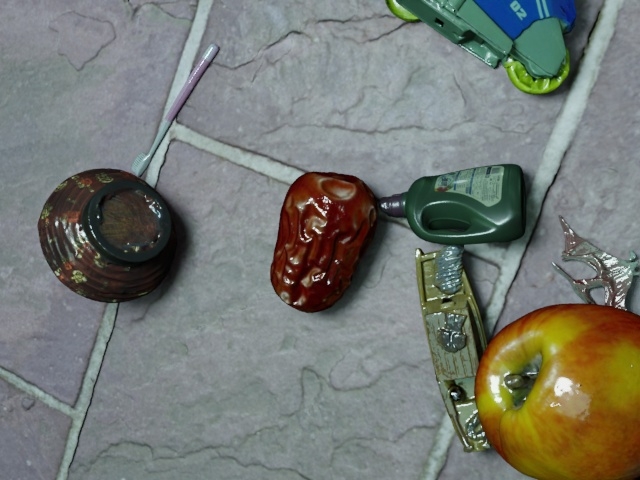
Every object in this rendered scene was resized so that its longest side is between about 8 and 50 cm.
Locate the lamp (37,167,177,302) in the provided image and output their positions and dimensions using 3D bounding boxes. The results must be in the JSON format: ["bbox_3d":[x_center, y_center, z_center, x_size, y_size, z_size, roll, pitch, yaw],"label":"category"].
[{"bbox_3d":[-0.368,-0.008,1.147,0.247,0.247,0.247,0,90,20],"label":"lamp"}]

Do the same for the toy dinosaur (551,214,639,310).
[{"bbox_3d":[0.414,0.053,0.961,0.108,0.032,0.220,-31,71,21],"label":"toy dinosaur"}]

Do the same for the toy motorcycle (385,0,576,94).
[{"bbox_3d":[0.249,-0.370,0.953,0.326,0.191,0.200,34,98,1],"label":"toy motorcycle"}]

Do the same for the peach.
[{"bbox_3d":[0.353,0.210,0.876,0.281,0.281,0.238,-51,31,13],"label":"peach"}]

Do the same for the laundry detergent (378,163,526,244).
[{"bbox_3d":[0.195,-0.050,0.995,0.222,0.078,0.144,-4,48,21],"label":"laundry detergent"}]

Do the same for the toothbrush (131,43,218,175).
[{"bbox_3d":[-0.272,-0.241,1.212,0.025,0.020,0.286,41,103,22],"label":"toothbrush"}]

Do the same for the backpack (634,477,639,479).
[{"bbox_3d":[0.482,0.419,0.895,0.206,0.133,0.258,32,107,8],"label":"backpack"}]

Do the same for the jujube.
[{"bbox_3d":[0.000,0.000,1.053,0.155,0.155,0.230,26,109,18],"label":"jujube"}]

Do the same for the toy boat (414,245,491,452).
[{"bbox_3d":[0.207,0.158,0.991,0.089,0.121,0.321,-12,86,13],"label":"toy boat"}]
